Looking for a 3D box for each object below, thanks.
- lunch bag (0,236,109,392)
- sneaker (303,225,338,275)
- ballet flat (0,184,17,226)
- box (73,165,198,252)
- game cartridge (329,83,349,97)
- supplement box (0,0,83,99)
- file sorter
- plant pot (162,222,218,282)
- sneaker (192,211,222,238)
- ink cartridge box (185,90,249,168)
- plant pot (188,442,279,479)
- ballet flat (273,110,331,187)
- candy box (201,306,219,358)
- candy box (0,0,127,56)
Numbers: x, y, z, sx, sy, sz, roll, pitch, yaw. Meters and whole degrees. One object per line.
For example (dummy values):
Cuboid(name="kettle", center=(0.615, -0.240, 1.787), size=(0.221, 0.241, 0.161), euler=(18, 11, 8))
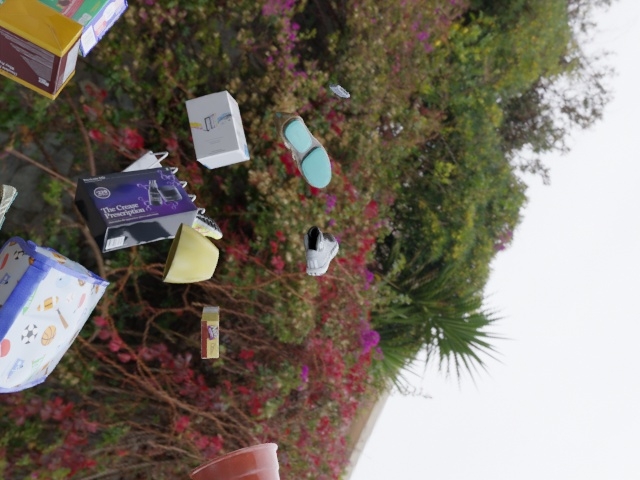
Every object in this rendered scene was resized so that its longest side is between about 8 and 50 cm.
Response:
Cuboid(name="lunch bag", center=(-0.714, 0.175, 1.454), size=(0.328, 0.238, 0.385), euler=(-61, -172, -9))
Cuboid(name="sneaker", center=(0.000, 0.000, 1.905), size=(0.086, 0.132, 0.229), euler=(-3, -151, 13))
Cuboid(name="ballet flat", center=(-0.942, -0.085, 1.752), size=(0.057, 0.052, 0.168), euler=(-5, -118, 49))
Cuboid(name="box", center=(-0.492, -0.091, 1.611), size=(0.184, 0.261, 0.103), euler=(50, -47, 25))
Cuboid(name="game cartridge", center=(0.075, -0.609, 2.448), size=(0.056, 0.083, 0.017), euler=(16, -98, 42))
Cuboid(name="supplement box", center=(-0.783, -0.531, 1.653), size=(0.194, 0.191, 0.129), euler=(-48, -159, 49))
Cuboid(name="file sorter", center=(-0.589, -0.165, 2.226), size=(0.173, 0.278, 0.193), euler=(6, -136, 48))
Cuboid(name="plant pot", center=(-0.280, 0.039, 1.326), size=(0.134, 0.095, 0.134), euler=(-56, -156, 40))
Cuboid(name="sneaker", center=(-0.425, -0.045, 2.009), size=(0.094, 0.208, 0.081), euler=(-54, -146, 13))
Cuboid(name="ink cartridge box", center=(-0.388, -0.416, 2.279), size=(0.168, 0.171, 0.233), euler=(-13, -96, 5))
Cuboid(name="plant pot", center=(-0.216, 0.768, 1.745), size=(0.272, 0.272, 0.265), euler=(-36, -120, 27))
Cuboid(name="ballet flat", center=(-0.067, -0.313, 2.017), size=(0.116, 0.342, 0.124), euler=(-42, -128, -1))
Cuboid(name="candy box", center=(-0.321, 0.265, 1.756), size=(0.186, 0.053, 0.109), euler=(-145, -124, -80))
Cuboid(name="candy box", center=(-0.860, -0.805, 2.010), size=(0.268, 0.317, 0.122), euler=(-62, 178, -24))
